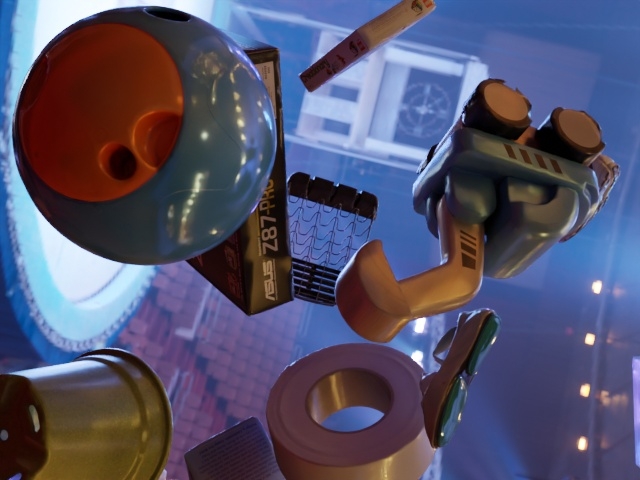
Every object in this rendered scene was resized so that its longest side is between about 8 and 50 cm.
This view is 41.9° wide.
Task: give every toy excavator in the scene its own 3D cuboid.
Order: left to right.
[{"bbox_3d":[0.243,-0.025,1.298,0.222,0.432,0.445,124,-25,-49],"label":"toy excavator"}]

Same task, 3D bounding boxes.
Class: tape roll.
[{"bbox_3d":[0.052,0.300,1.405,0.286,0.286,0.100,-76,161,-53],"label":"tape roll"}]

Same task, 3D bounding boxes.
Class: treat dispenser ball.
[{"bbox_3d":[-0.194,-0.115,0.938,0.288,0.288,0.288,13,90,-90],"label":"treat dispenser ball"}]

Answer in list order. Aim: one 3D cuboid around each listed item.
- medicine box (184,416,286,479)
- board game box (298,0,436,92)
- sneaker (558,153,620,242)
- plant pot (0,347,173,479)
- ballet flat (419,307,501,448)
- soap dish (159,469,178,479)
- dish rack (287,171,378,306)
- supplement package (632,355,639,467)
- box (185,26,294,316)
[{"bbox_3d":[-0.119,0.505,1.521,0.289,0.149,0.263,58,-19,19],"label":"medicine box"},{"bbox_3d":[0.092,-0.419,1.781,0.193,0.053,0.305,-36,-172,-23],"label":"board game box"},{"bbox_3d":[0.483,-0.096,1.599,0.107,0.118,0.279,-40,159,-20],"label":"sneaker"},{"bbox_3d":[-0.418,0.304,1.324,0.254,0.276,0.276,21,82,-65],"label":"plant pot"},{"bbox_3d":[0.202,0.207,1.301,0.248,0.086,0.086,-56,170,-29],"label":"ballet flat"},{"bbox_3d":[-0.497,0.609,1.906,0.291,0.229,0.118,21,46,-54],"label":"soap dish"},{"bbox_3d":[0.000,0.000,1.672,0.074,0.208,0.272,114,-9,-66],"label":"dish rack"},{"bbox_3d":[0.672,0.294,1.389,0.199,0.262,0.198,27,63,-76],"label":"supplement package"},{"bbox_3d":[-0.163,-0.125,1.293,0.318,0.097,0.395,35,-45,50],"label":"box"}]
